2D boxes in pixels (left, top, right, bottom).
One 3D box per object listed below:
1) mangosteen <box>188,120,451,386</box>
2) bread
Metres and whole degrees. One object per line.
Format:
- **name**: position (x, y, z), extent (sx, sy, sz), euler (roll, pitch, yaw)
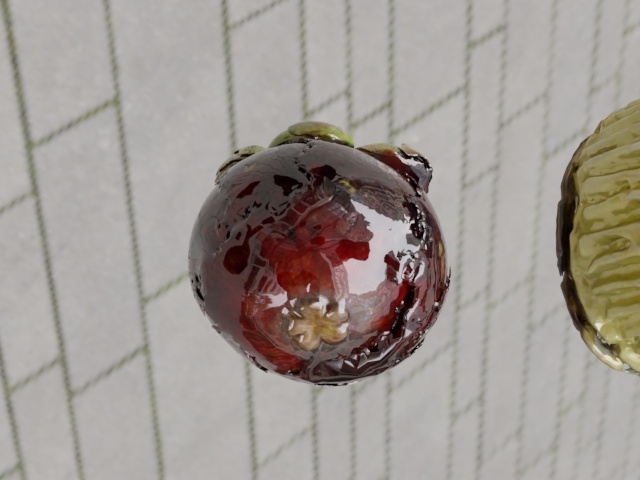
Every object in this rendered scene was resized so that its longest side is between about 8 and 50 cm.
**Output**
- **mangosteen**: position (0.000, 0.000, 1.025), extent (0.166, 0.166, 0.180), euler (80, 6, -46)
- **bread**: position (0.197, -0.001, 0.666), extent (0.190, 0.114, 0.132), euler (4, 79, -27)
